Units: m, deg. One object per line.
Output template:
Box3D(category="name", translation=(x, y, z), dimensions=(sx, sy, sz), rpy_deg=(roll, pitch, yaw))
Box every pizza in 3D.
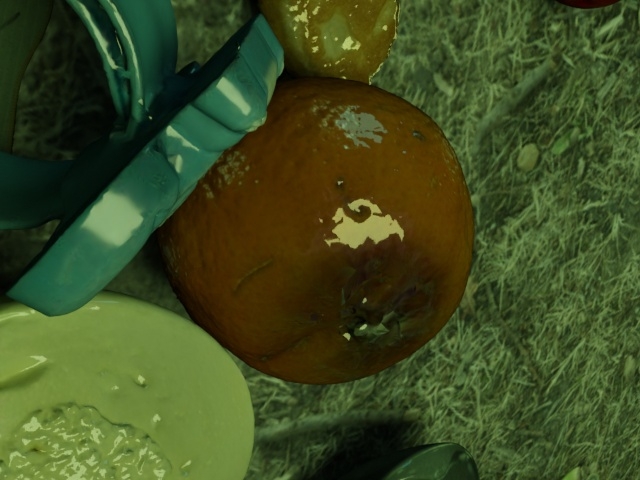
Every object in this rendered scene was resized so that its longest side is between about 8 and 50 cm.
Box3D(category="pizza", translation=(0.002, -0.208, 0.641), dimensions=(0.127, 0.058, 0.246), rpy_deg=(-24, 122, -26))

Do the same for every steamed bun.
Box3D(category="steamed bun", translation=(-0.183, 0.108, 0.544), dimensions=(0.250, 0.200, 0.154), rpy_deg=(-7, 90, -39))

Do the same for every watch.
Box3D(category="watch", translation=(-0.145, -0.089, 0.487), dimensions=(0.193, 0.211, 0.211), rpy_deg=(40, 81, -17))

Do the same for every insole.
Box3D(category="insole", translation=(-0.198, -0.109, 0.562), dimensions=(0.064, 0.004, 0.188), rpy_deg=(5, 105, -38))

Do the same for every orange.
Box3D(category="orange", translation=(0.000, 0.000, 0.637), dimensions=(0.224, 0.170, 0.224), rpy_deg=(-14, 134, -15))

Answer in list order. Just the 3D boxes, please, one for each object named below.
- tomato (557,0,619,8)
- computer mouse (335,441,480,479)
Box3D(category="tomato", translation=(0.248, -0.303, 0.768), dimensions=(0.228, 0.101, 0.227), rpy_deg=(-14, 114, -35))
Box3D(category="computer mouse", translation=(-0.006, 0.320, 0.841), dimensions=(0.379, 0.090, 0.167), rpy_deg=(-43, 124, -7))
